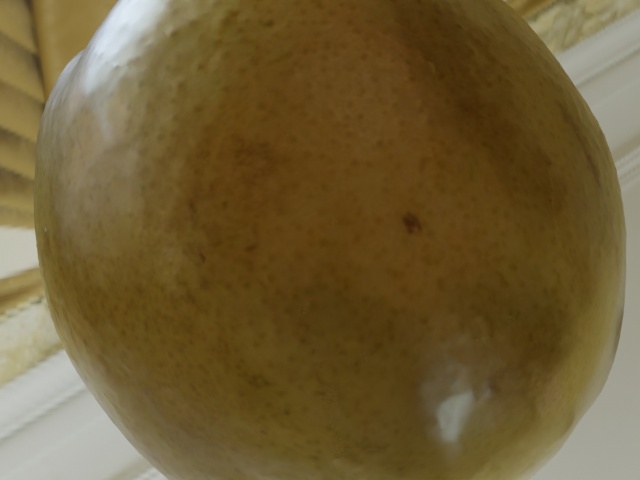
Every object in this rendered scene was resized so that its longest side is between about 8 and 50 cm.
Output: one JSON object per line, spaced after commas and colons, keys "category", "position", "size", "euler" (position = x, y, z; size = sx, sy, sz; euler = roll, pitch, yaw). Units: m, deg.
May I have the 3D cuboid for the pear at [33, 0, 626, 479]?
{"category": "pear", "position": [0.000, 0.000, 0.669], "size": [0.314, 0.314, 0.314], "euler": [3, -125, -4]}
